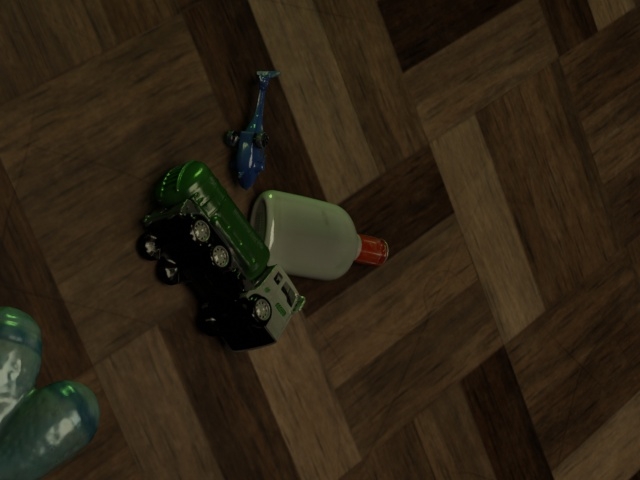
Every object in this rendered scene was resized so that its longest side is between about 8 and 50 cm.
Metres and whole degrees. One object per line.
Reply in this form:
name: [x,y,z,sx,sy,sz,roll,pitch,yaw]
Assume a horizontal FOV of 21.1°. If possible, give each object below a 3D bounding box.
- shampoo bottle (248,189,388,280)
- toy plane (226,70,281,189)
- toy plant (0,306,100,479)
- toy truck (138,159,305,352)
shampoo bottle: [0.000,0.000,2.315,0.221,0.051,0.108,12,77,-40]
toy plane: [-0.085,-0.146,2.256,0.062,0.054,0.167,30,67,-64]
toy plant: [-0.374,0.229,1.861,0.247,0.247,0.332,25,67,-38]
toy truck: [-0.127,0.020,2.172,0.242,0.101,0.125,55,43,-22]
